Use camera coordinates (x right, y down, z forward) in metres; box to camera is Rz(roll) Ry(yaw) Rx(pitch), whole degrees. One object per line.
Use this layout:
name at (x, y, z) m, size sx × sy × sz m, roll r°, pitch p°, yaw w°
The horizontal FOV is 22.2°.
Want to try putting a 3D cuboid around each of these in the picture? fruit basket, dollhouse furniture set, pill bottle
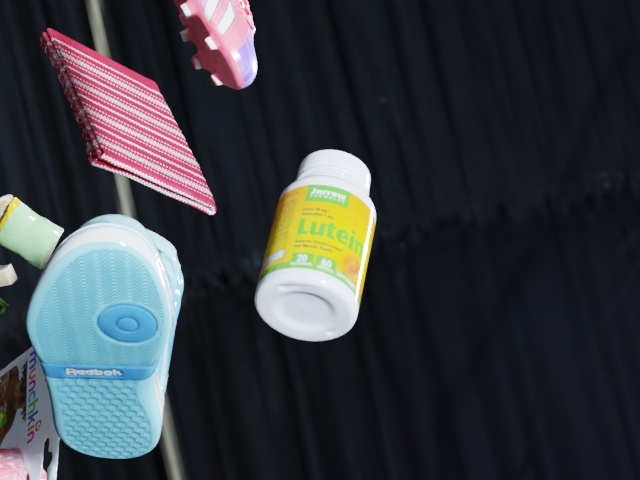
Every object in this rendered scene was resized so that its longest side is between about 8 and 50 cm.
fruit basket at (-0.406, 0.303, 1.866) m, size 0.165 × 0.327 × 0.353 m, roll 19°, pitch 140°, yaw -30°
dollhouse furniture set at (-0.340, 0.029, 1.726) m, size 0.151 × 0.076 × 0.058 m, roll -56°, pitch 177°, yaw 34°
pill bottle at (0.000, 0.000, 2.177) m, size 0.136 × 0.245 × 0.136 m, roll 7°, pitch 140°, yaw 6°

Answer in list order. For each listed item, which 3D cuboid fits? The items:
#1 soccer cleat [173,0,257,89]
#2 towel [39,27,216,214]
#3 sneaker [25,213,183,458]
soccer cleat at (-0.104, -0.241, 1.595) m, size 0.095 × 0.248 × 0.083 m, roll -22°, pitch 137°, yaw -14°
towel at (-0.245, -0.150, 2.065) m, size 0.199 × 0.275 × 0.031 m, roll 24°, pitch 116°, yaw -41°
sneaker at (-0.187, 0.034, 1.475) m, size 0.127 × 0.208 × 0.319 m, roll 7°, pitch 141°, yaw -4°
